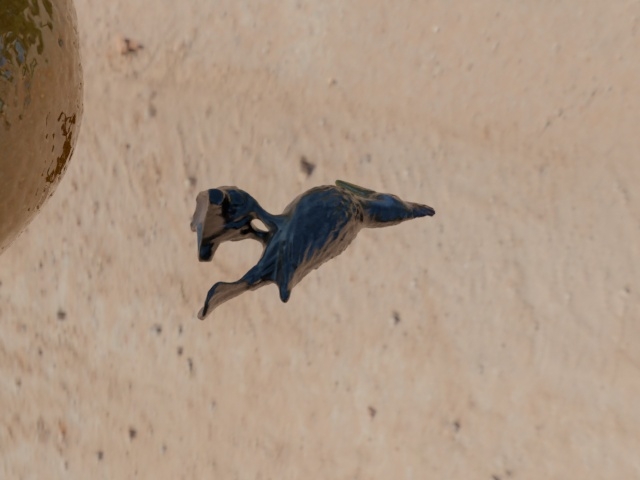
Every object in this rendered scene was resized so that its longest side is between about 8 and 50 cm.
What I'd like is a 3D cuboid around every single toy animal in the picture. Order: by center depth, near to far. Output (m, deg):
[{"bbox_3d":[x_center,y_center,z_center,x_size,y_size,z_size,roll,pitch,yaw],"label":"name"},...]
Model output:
[{"bbox_3d":[-0.009,-0.006,0.952,0.202,0.070,0.105,-12,54,-30],"label":"toy animal"}]

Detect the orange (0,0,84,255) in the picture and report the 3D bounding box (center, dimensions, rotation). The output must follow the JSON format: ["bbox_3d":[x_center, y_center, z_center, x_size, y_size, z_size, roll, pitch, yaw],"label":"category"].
[{"bbox_3d":[-0.246,-0.085,0.723,0.264,0.264,0.264,5,63,-10],"label":"orange"}]
